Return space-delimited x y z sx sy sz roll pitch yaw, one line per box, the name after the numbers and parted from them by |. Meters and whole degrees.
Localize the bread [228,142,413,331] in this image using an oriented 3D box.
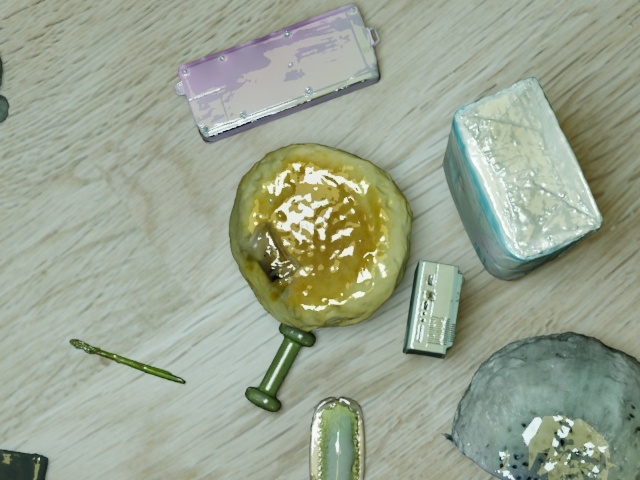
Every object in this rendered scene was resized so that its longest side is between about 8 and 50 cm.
0.000 0.000 1.502 0.244 0.134 0.244 -1 83 6 | bread

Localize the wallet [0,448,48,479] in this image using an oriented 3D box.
-0.445 0.408 1.522 0.146 0.030 0.285 8 84 1 | wallet

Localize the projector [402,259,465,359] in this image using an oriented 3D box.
0.141 0.089 1.473 0.061 0.147 0.115 10 84 4 | projector

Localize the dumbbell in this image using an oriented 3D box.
-0.052 0.163 1.525 0.052 0.046 0.118 26 84 11 | dumbbell

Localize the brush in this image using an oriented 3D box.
0.018 0.355 1.490 0.072 0.067 0.313 2 85 2 | brush

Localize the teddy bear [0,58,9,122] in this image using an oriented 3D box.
-0.530 -0.232 1.516 0.171 0.251 0.144 17 82 19 | teddy bear

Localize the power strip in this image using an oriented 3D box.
-0.054 -0.223 1.578 0.279 0.037 0.109 -20 83 0 | power strip

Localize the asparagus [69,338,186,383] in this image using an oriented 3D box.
-0.254 0.159 1.552 0.166 0.013 0.016 18 126 6 | asparagus

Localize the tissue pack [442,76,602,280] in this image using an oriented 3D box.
0.233 -0.065 1.427 0.124 0.271 0.201 -20 82 1 | tissue pack

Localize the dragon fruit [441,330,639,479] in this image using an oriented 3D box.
0.314 0.221 1.417 0.283 0.221 0.204 28 91 8 | dragon fruit
